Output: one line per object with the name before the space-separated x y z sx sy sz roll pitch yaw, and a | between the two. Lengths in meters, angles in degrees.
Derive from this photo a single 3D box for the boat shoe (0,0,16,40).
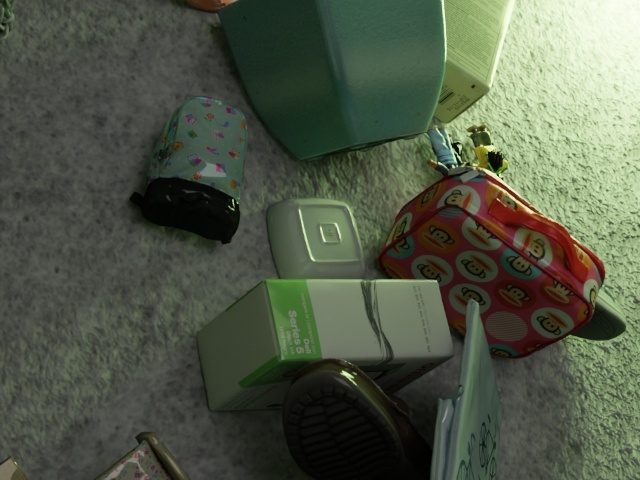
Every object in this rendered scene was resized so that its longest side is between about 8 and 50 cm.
boat shoe | -0.450 -0.307 1.797 0.105 0.113 0.306 5 53 -16

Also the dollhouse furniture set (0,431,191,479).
dollhouse furniture set | -0.149 0.321 1.560 0.303 0.174 0.355 -38 102 -29

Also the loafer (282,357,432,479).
loafer | 0.053 0.251 1.770 0.366 0.133 0.130 57 20 -45

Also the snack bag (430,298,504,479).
snack bag | 0.194 0.289 1.827 0.037 0.323 0.343 1 55 17

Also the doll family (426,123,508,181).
doll family | 0.234 -0.124 2.186 0.193 0.076 0.111 -6 74 -31

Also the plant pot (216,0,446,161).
plant pot | 0.037 -0.255 2.020 0.247 0.248 0.252 -14 92 -38

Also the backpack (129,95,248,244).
backpack | -0.162 -0.103 1.878 0.152 0.115 0.182 21 53 -20

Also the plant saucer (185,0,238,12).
plant saucer | -0.122 -0.414 2.020 0.200 0.200 0.037 2 54 -33

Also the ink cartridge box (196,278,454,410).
ink cartridge box | 0.007 0.136 1.806 0.272 0.198 0.115 2 65 -33

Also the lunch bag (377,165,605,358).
lunch bag | 0.256 0.030 1.991 0.293 0.258 0.120 37 51 -12

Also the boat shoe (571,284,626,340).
boat shoe | 0.346 0.043 2.142 0.320 0.118 0.103 32 56 -7

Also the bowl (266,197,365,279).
bowl | 0.000 0.000 1.972 0.142 0.053 0.142 0 65 -32

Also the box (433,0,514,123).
box | 0.221 -0.363 2.268 0.148 0.121 0.311 32 52 -15
